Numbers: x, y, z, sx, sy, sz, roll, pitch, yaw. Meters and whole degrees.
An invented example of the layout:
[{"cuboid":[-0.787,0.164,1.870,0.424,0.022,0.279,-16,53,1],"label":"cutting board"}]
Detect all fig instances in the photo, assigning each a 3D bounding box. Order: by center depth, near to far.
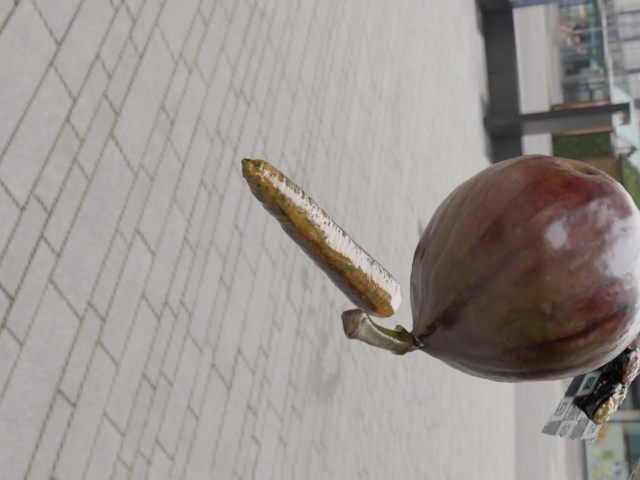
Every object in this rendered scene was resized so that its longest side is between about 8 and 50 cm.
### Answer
[{"cuboid":[0.140,0.047,0.731,0.186,0.249,0.203,56,-10,-16],"label":"fig"}]

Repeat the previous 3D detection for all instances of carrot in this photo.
[{"cuboid":[0.000,0.000,1.114,0.314,0.066,0.066,43,41,-37],"label":"carrot"}]

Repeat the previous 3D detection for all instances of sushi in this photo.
[{"cuboid":[0.338,0.153,1.007,0.139,0.031,0.201,17,105,-46],"label":"sushi"}]

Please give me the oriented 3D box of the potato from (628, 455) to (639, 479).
[{"cuboid":[0.297,0.226,0.623,0.173,0.210,0.308,-128,-146,-55],"label":"potato"}]
